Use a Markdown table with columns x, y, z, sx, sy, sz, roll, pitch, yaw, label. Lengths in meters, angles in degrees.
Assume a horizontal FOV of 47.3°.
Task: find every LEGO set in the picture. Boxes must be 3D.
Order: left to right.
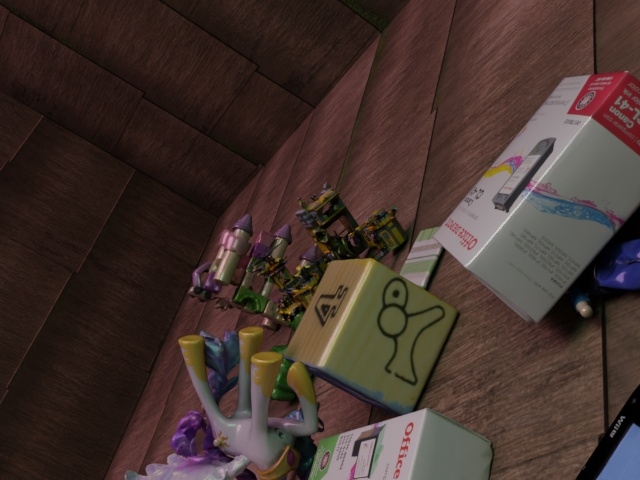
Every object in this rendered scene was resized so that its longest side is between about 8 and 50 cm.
| x | y | z | sx | sy | sz | roll | pitch | yaw | label |
| --- | --- | --- | --- | --- | --- | --- | --- | --- | --- |
| 0.000 | 0.000 | 1.572 | 0.331 | 0.192 | 0.255 | -38 | 12 | -13 | LEGO set |

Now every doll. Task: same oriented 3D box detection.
| x | y | z | sx | sy | sz | roll | pitch | yaw | label |
| --- | --- | --- | --- | --- | --- | --- | --- | --- | --- |
| 0.352 | 0.040 | 0.908 | 0.129 | 0.046 | 0.189 | -64 | 17 | -19 | doll |

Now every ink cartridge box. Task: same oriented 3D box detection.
| x | y | z | sx | sy | sz | roll | pitch | yaw | label |
| --- | --- | --- | --- | --- | --- | --- | --- | --- | --- |
| 0.085 | 0.362 | 0.993 | 0.278 | 0.117 | 0.201 | -36 | 28 | 52 | ink cartridge box |
| 0.310 | -0.066 | 0.979 | 0.306 | 0.131 | 0.226 | -50 | 8 | 7 | ink cartridge box |

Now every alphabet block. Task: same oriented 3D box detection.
| x | y | z | sx | sy | sz | roll | pitch | yaw | label |
| --- | --- | --- | --- | --- | --- | --- | --- | --- | --- |
| 0.081 | 0.160 | 1.239 | 0.197 | 0.192 | 0.193 | -62 | 18 | -13 | alphabet block |

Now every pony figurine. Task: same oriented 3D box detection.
| x | y | z | sx | sy | sz | roll | pitch | yaw | label |
| --- | --- | --- | --- | --- | --- | --- | --- | --- | --- |
| -0.137 | 0.333 | 1.223 | 0.351 | 0.303 | 0.363 | 5 | 105 | 41 | pony figurine |

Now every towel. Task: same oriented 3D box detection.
| x | y | z | sx | sy | sz | roll | pitch | yaw | label |
| --- | --- | --- | --- | --- | --- | --- | --- | --- | --- |
| 0.199 | 0.041 | 1.410 | 0.152 | 0.023 | 0.113 | -61 | 19 | -16 | towel |

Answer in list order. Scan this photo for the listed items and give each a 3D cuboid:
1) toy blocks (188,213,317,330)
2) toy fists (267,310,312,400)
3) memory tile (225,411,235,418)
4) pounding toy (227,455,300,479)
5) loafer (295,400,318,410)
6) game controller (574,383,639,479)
| x | y | z | sx | sy | sz | roll | pitch | yaw | label |
| --- | --- | --- | --- | --- | --- | --- | --- | --- | --- |
| -0.152 | 0.061 | 1.934 | 0.309 | 0.289 | 0.260 | -30 | 36 | 64 | toy blocks |
| -0.042 | 0.231 | 1.641 | 0.279 | 0.096 | 0.142 | -60 | 10 | -11 | toy fists |
| -0.262 | 0.523 | 1.912 | 0.113 | 0.012 | 0.148 | -32 | 30 | 56 | memory tile |
| -0.130 | 0.515 | 1.433 | 0.237 | 0.110 | 0.183 | -14 | 32 | 29 | pounding toy |
| -0.054 | 0.371 | 1.521 | 0.125 | 0.039 | 0.045 | -52 | 19 | 23 | loafer |
| 0.280 | 0.267 | 0.684 | 0.319 | 0.067 | 0.166 | -57 | 16 | 3 | game controller |
